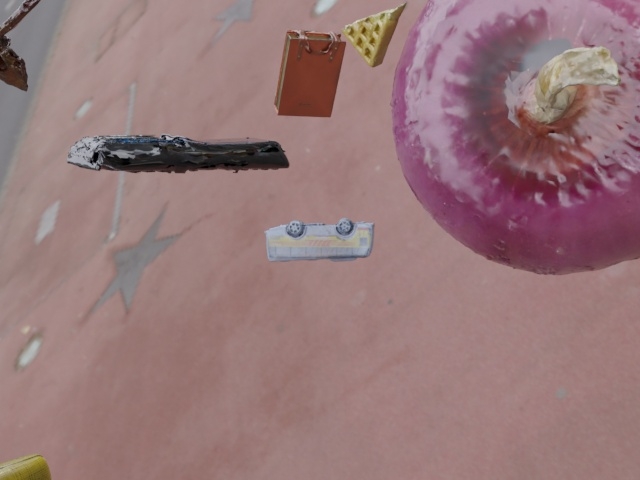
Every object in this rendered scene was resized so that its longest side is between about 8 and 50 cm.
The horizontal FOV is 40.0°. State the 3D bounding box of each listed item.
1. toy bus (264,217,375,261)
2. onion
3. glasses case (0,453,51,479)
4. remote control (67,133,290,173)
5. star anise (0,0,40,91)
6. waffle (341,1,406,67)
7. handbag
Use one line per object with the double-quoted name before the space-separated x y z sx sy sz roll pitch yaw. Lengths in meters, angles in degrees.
"toy bus" 0.000 0.000 1.530 0.064 0.191 0.075 2 -93 -85
"onion" 0.229 -0.145 0.884 0.358 0.345 0.358 -12 73 44
"glasses case" -0.450 0.340 1.114 0.064 0.234 0.079 8 104 41
"remote control" -0.241 -0.155 1.551 0.145 0.399 0.062 15 105 46
"star anise" -0.473 -0.302 1.293 0.144 0.158 0.140 -19 68 35
"waffle" 0.099 -0.431 1.688 0.032 0.125 0.191 -26 -20 -24
"handbag" -0.024 -0.362 1.913 0.062 0.127 0.190 -111 28 -50
